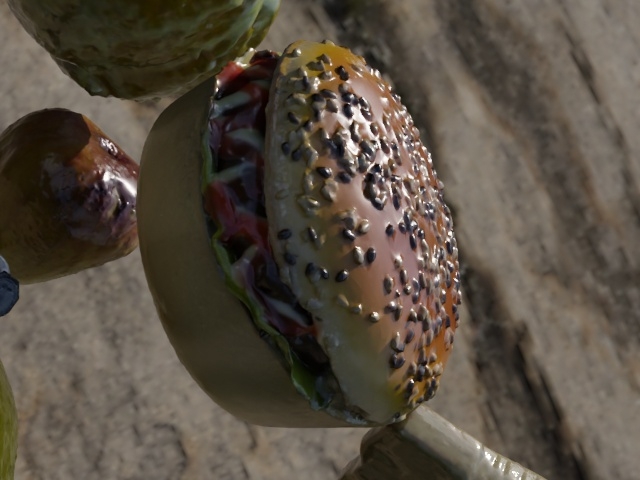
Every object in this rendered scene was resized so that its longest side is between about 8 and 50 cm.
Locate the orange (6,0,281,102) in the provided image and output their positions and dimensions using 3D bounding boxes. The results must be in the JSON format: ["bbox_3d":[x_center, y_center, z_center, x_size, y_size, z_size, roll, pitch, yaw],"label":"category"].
[{"bbox_3d":[-0.163,-0.268,1.303,0.270,0.369,0.210,25,38,23],"label":"orange"}]

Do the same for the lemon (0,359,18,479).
[{"bbox_3d":[-0.341,0.130,0.976,0.336,0.336,0.336,27,50,-37],"label":"lemon"}]

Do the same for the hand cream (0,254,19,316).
[{"bbox_3d":[-0.307,-0.003,1.205,0.080,0.234,0.050,-39,136,-22],"label":"hand cream"}]

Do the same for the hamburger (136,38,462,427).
[{"bbox_3d":[0.000,0.000,1.150,0.300,0.176,0.300,45,37,-49],"label":"hamburger"}]

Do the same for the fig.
[{"bbox_3d":[-0.279,-0.012,1.462,0.159,0.257,0.159,42,29,-30],"label":"fig"}]

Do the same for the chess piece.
[{"bbox_3d":[0.151,0.246,1.308,0.301,0.137,0.137,39,42,-12],"label":"chess piece"}]
